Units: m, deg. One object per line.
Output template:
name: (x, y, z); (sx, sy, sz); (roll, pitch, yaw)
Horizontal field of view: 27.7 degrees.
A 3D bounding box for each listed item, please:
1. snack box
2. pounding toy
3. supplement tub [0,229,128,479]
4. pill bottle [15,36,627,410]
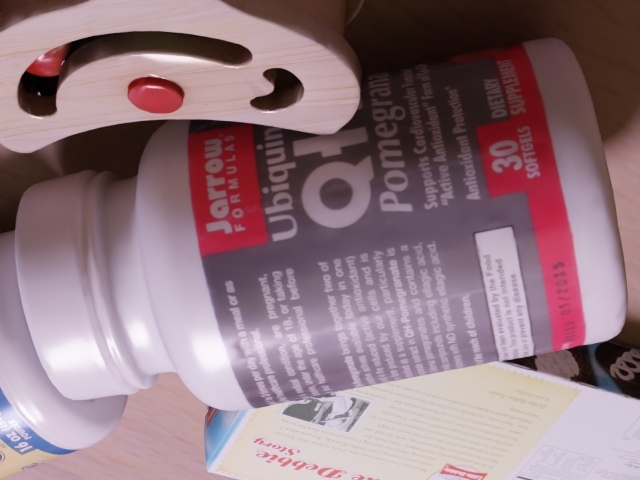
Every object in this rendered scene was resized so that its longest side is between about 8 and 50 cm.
snack box: (0.097, 0.130, 0.955); (0.322, 0.060, 0.187); (17, 129, -20)
pounding toy: (-0.061, -0.144, 0.656); (0.269, 0.155, 0.154); (-12, 152, 31)
supplement tub: (-0.240, 0.091, 0.829); (0.199, 0.144, 0.144); (-23, 131, 16)
pill bottle: (0.000, 0.000, 0.743); (0.318, 0.176, 0.176); (-12, 133, 5)
